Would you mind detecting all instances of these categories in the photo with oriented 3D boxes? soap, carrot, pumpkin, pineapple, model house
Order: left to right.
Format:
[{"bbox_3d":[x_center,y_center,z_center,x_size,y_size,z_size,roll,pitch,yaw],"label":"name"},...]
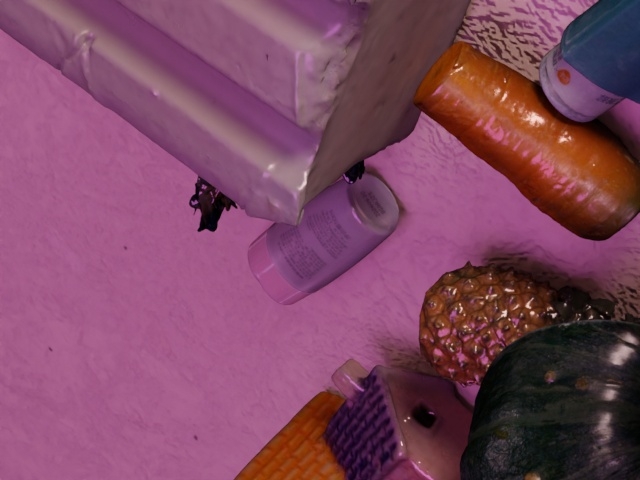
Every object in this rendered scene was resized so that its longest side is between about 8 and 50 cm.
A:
[{"bbox_3d":[-0.093,-0.270,0.847,0.435,0.213,0.350,34,132,21],"label":"soap"},{"bbox_3d":[0.051,0.262,1.122,0.237,0.202,0.237,42,139,10],"label":"model house"},{"bbox_3d":[0.166,-0.079,0.841,0.193,0.087,0.087,39,140,-4],"label":"carrot"},{"bbox_3d":[0.211,0.084,0.918,0.251,0.125,0.125,10,125,32],"label":"pineapple"},{"bbox_3d":[0.241,0.225,0.852,0.293,0.197,0.263,28,148,-10],"label":"pumpkin"}]

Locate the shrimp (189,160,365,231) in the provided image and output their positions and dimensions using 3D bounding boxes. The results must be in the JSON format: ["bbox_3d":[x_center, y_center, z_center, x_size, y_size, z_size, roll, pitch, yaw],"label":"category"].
[{"bbox_3d":[-0.048,-0.077,1.047,0.198,0.051,0.262,41,125,29],"label":"shrimp"}]

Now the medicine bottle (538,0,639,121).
[{"bbox_3d":[0.240,-0.178,0.719,0.124,0.079,0.258,46,141,-1],"label":"medicine bottle"}]

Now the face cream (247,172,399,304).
[{"bbox_3d":[0.000,0.000,1.092,0.084,0.057,0.198,58,142,1],"label":"face cream"}]
